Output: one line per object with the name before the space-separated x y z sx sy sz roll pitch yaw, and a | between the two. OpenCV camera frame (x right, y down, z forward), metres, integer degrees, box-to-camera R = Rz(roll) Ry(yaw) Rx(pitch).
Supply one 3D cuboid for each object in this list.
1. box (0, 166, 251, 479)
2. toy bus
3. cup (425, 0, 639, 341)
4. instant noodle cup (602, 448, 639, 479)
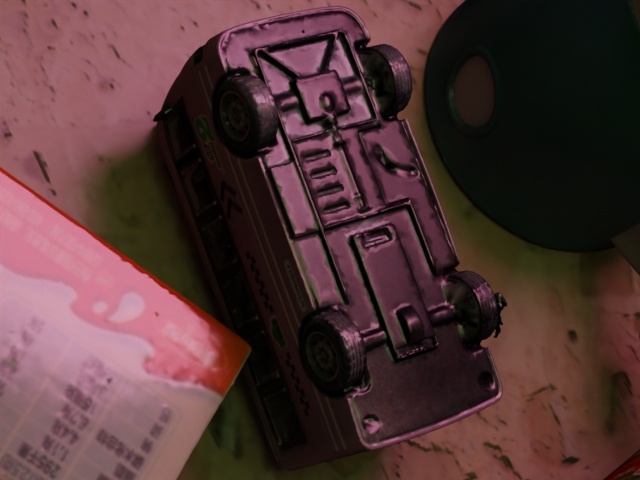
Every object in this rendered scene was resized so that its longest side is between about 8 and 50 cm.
box | -0.201 0.076 0.817 0.273 0.048 0.265 37 60 -12
toy bus | 0.000 0.000 0.910 0.096 0.108 0.198 -17 83 -35
cup | 0.165 -0.093 0.986 0.168 0.173 0.299 -6 75 -29
instant noodle cup | 0.218 0.174 0.891 0.192 0.250 0.250 -29 87 -23
